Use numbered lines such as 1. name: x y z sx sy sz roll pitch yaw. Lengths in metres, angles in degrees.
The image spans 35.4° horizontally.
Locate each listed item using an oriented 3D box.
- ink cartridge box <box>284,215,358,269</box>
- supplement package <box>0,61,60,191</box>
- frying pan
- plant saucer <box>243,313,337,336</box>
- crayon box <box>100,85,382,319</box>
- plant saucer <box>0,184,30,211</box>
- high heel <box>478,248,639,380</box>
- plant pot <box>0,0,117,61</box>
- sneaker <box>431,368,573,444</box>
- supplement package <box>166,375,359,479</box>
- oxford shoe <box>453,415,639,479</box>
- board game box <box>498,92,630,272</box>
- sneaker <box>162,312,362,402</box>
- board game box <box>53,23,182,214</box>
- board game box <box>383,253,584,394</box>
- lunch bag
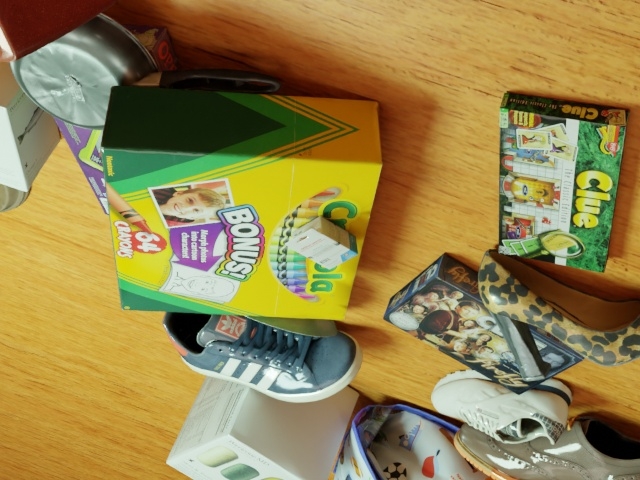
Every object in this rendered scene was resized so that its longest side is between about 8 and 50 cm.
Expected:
1. ink cartridge box: 0.000 0.000 1.207 0.048 0.028 0.083 -29 140 31
2. supplement package: -0.432 -0.170 1.361 0.105 0.105 0.179 19 147 7
3. frying pan: -0.226 -0.175 1.200 0.326 0.053 0.197 22 144 -6
4. plant saucer: -0.061 0.090 1.495 0.194 0.038 0.195 19 -171 -3
5. crayon box: -0.103 -0.032 1.277 0.312 0.106 0.363 4 146 -4
6. plant saucer: -0.587 -0.130 1.569 0.277 0.041 0.278 17 146 12
7. high heel: 0.335 0.066 1.271 0.261 0.093 0.186 -21 103 26
8. plant pot: -0.341 -0.324 0.974 0.267 0.236 0.267 12 145 18
9. sneaker: 0.269 0.262 1.553 0.235 0.095 0.090 -6 138 39
10. supplement package: -0.105 0.334 1.780 0.199 0.198 0.262 34 145 -16
11. oxford shoe: 0.384 0.326 1.585 0.363 0.130 0.133 11 112 30
12. board game box: 0.275 -0.060 1.162 0.136 0.030 0.260 9 144 17
13. sneaker: -0.106 0.162 1.602 0.349 0.131 0.148 1 145 30
14. board game box: -0.251 -0.145 1.342 0.208 0.056 0.347 13 146 22
15. board game box: 0.232 0.124 1.429 0.243 0.042 0.165 29 146 -9
16. lunch bag: 0.195 0.479 1.786 0.385 0.239 0.328 34 149 13
